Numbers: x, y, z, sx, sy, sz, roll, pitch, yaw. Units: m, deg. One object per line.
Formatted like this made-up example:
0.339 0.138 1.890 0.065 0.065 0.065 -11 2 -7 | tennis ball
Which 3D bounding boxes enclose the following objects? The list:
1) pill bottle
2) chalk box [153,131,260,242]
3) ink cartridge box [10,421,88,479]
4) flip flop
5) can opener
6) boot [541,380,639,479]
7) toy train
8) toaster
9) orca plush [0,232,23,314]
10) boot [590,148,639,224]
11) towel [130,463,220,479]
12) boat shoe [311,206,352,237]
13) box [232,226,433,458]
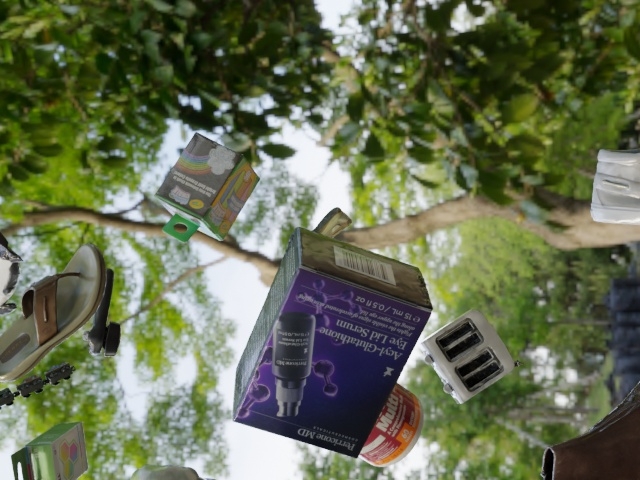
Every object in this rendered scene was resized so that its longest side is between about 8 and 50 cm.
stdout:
0.033 0.222 1.258 0.221 0.121 0.121 37 -132 -29 | pill bottle
-0.247 -0.091 1.873 0.213 0.132 0.132 -59 -21 -10 | chalk box
-0.551 0.455 1.832 0.209 0.062 0.108 -30 -66 -80 | ink cartridge box
-0.456 0.116 1.452 0.112 0.277 0.080 49 -177 38 | flip flop
-0.456 0.150 1.869 0.073 0.059 0.186 8 -103 -29 | can opener
0.401 0.262 1.198 0.090 0.207 0.248 -137 44 -59 | boot
-0.507 0.255 1.566 0.158 0.036 0.027 -23 -62 -29 | toy train
0.334 0.255 1.993 0.168 0.186 0.110 57 -178 9 | toaster
-0.693 0.059 1.869 0.287 0.151 0.102 121 161 -45 | orca plush
0.538 -0.082 1.330 0.095 0.258 0.123 -18 -69 -65 | boot
-0.071 0.391 0.792 0.374 0.090 0.320 51 -152 -60 | towel
0.000 -0.001 1.854 0.048 0.153 0.056 43 177 -21 | boat shoe
0.008 0.113 0.978 0.108 0.153 0.207 -97 27 -66 | box
